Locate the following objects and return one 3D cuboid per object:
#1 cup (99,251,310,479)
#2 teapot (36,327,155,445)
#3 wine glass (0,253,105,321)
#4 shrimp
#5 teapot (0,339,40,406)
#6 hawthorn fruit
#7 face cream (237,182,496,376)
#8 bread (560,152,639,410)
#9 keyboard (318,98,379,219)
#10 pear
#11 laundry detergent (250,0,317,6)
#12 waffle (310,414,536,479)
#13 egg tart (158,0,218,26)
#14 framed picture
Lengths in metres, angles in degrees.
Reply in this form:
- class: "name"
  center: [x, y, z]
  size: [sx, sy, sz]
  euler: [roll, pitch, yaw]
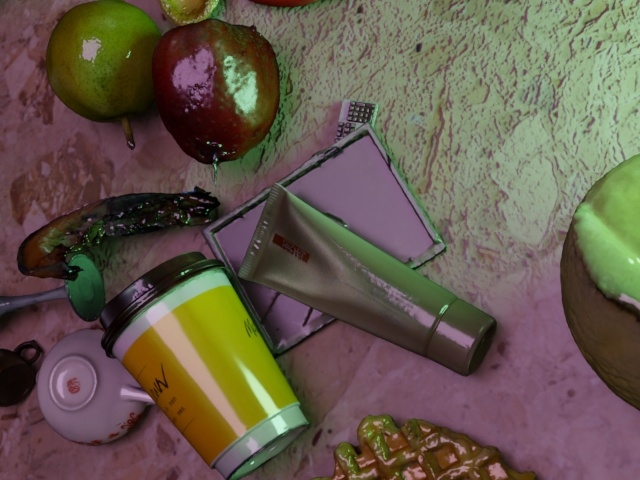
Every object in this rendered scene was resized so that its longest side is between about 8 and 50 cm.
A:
- class: "cup"
  center: [-0.145, 0.161, 1.655]
  size: [0.196, 0.196, 0.279]
  euler: [-40, 76, 10]
- class: "teapot"
  center: [-0.300, 0.201, 1.756]
  size: [0.245, 0.116, 0.159]
  euler: [15, 74, 18]
- class: "wine glass"
  center: [-0.490, 0.119, 1.762]
  size: [0.309, 0.264, 0.096]
  euler: [-12, 102, 19]
- class: "shrimp"
  center: [-0.282, -0.009, 1.741]
  size: [0.290, 0.222, 0.054]
  euler: [-11, 110, 14]
- class: "teapot"
  center: [-0.451, 0.184, 1.831]
  size: [0.121, 0.076, 0.068]
  euler: [-42, 53, -20]
- class: "hawthorn fruit"
  center: [-0.145, -0.181, 1.725]
  size: [0.181, 0.181, 0.235]
  euler: [-4, 73, 21]
- class: "face cream"
  center: [0.056, 0.059, 1.633]
  size: [0.341, 0.084, 0.137]
  euler: [28, 107, 20]
- class: "bread"
  center: [0.421, 0.052, 1.427]
  size: [0.320, 0.237, 0.320]
  euler: [-3, 68, 9]
- class: "keyboard"
  center: [0.034, -0.108, 1.725]
  size: [0.055, 0.017, 0.166]
  euler: [10, 83, 23]
- class: "pear"
  center: [-0.293, -0.230, 1.808]
  size: [0.180, 0.166, 0.216]
  euler: [-15, 94, 50]
- class: "laundry detergent"
  center: [-0.028, -0.369, 1.790]
  size: [0.165, 0.049, 0.097]
  euler: [10, 79, 21]
- class: "waffle"
  center: [0.117, 0.375, 1.564]
  size: [0.325, 0.068, 0.302]
  euler: [14, 84, 26]
- class: "egg tart"
  center: [-0.185, -0.351, 1.852]
  size: [0.105, 0.039, 0.105]
  euler: [-5, 77, 21]
- class: "framed picture"
  center: [0.000, 0.000, 1.700]
  size: [0.281, 0.019, 0.209]
  euler: [-32, 77, 13]
